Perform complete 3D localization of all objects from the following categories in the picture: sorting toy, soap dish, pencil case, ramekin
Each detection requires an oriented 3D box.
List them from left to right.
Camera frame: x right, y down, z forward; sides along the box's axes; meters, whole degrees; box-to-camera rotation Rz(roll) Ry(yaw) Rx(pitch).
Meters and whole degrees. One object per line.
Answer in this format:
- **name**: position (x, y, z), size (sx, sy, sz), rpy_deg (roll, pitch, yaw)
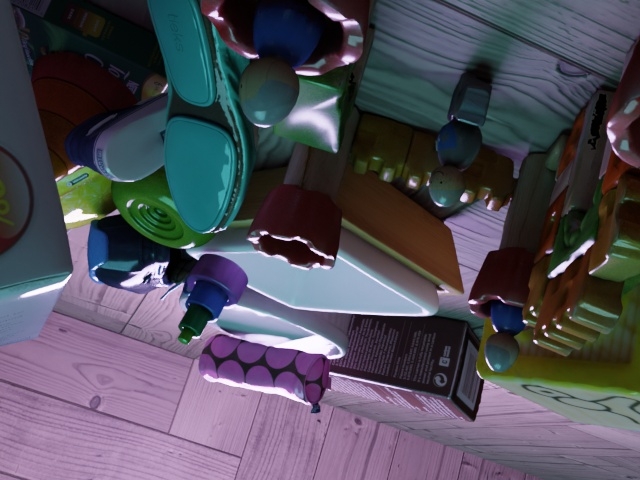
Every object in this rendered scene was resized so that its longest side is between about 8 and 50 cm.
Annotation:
- **sorting toy**: position (-0.198, -0.014, 0.877), size (0.127, 0.126, 0.365), rpy_deg (3, 141, 33)
- **pencil case**: position (-0.088, 0.208, 1.367), size (0.209, 0.095, 0.098), rpy_deg (10, 178, 27)
- **ramekin**: position (-0.073, 0.084, 1.328), size (0.272, 0.127, 0.273), rpy_deg (16, 162, 5)
- **soap dish**: position (0.000, 0.000, 1.024), size (0.229, 0.118, 0.291), rpy_deg (31, 158, -37)

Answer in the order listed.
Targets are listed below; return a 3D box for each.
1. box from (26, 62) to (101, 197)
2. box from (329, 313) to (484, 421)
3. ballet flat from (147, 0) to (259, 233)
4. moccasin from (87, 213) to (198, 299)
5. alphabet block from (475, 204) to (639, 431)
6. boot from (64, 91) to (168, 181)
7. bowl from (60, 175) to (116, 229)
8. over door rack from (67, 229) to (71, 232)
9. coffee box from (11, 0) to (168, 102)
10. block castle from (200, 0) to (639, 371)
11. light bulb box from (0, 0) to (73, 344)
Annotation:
- **box**: position (-0.368, -0.091, 0.916), size (0.233, 0.044, 0.159), rpy_deg (-27, 124, 6)
- **box**: position (0.092, 0.206, 1.527), size (0.381, 0.143, 0.191), rpy_deg (7, 160, 25)
- **ballet flat**: position (-0.082, -0.117, 0.691), size (0.083, 0.087, 0.247), rpy_deg (22, 135, 24)
- **moccasin**: position (-0.216, 0.025, 1.171), size (0.116, 0.138, 0.342), rpy_deg (0, -175, 4)
- **alphabet block**: position (0.298, 0.077, 0.838), size (0.192, 0.193, 0.197), rpy_deg (-3, 157, 44)
- **boot**: position (-0.138, -0.114, 0.776), size (0.086, 0.190, 0.069), rpy_deg (18, 127, 46)
- **bowl**: position (-0.374, -0.085, 1.060), size (0.289, 0.156, 0.289), rpy_deg (15, 162, 5)
- **over door rack**: position (-0.598, -0.078, 1.371), size (0.239, 0.108, 0.324), rpy_deg (3, 157, 35)
- **coffee box**: position (-0.231, -0.186, 0.808), size (0.184, 0.040, 0.113), rpy_deg (23, 161, -19)
- **block castle**: position (0.094, -0.059, 0.605), size (0.303, 0.213, 0.453), rpy_deg (16, 162, 4)
- **light bulb box**: position (-0.344, -0.088, 0.617), size (0.225, 0.358, 0.361), rpy_deg (-13, 174, -23)
